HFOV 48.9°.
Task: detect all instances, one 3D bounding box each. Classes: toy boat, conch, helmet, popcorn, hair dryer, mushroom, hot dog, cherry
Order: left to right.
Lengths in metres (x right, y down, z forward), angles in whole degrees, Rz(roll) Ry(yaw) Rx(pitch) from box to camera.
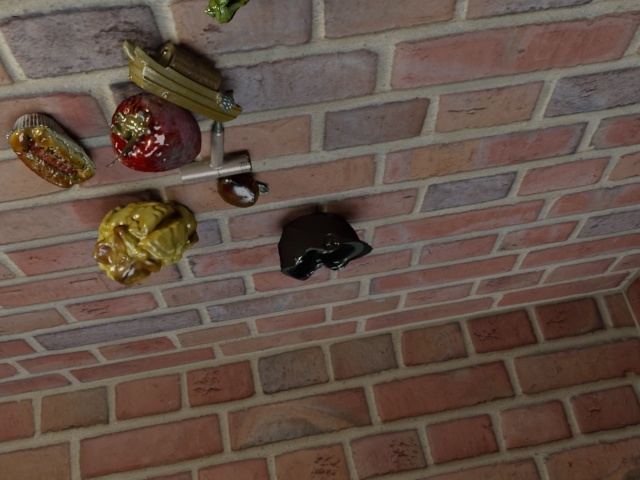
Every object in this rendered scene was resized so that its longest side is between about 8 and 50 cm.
[{"bbox_3d":[-0.655,-0.210,1.717,0.144,0.075,0.268,-19,154,8],"label":"hot dog"},{"bbox_3d":[-0.490,-0.011,2.026,0.332,0.225,0.265,-18,174,-40],"label":"popcorn"},{"bbox_3d":[-0.376,-0.244,1.653,0.249,0.175,0.192,13,113,-51],"label":"cherry"},{"bbox_3d":[-0.296,-0.356,1.558,0.310,0.089,0.115,19,103,-44],"label":"toy boat"},{"bbox_3d":[-0.291,-0.236,1.836,0.195,0.054,0.220,-11,152,-1],"label":"hair dryer"},{"bbox_3d":[-0.179,-0.479,1.397,0.121,0.074,0.089,-29,-166,-13],"label":"conch"},{"bbox_3d":[-0.236,-0.141,2.007,0.123,0.052,0.123,6,132,7],"label":"mushroom"},{"bbox_3d":[-0.188,-0.150,2.055,0.083,0.038,0.038,10,145,-36],"label":"toy boat"},{"bbox_3d":[0.000,0.000,2.264,0.305,0.177,0.225,-19,159,-3],"label":"helmet"}]
